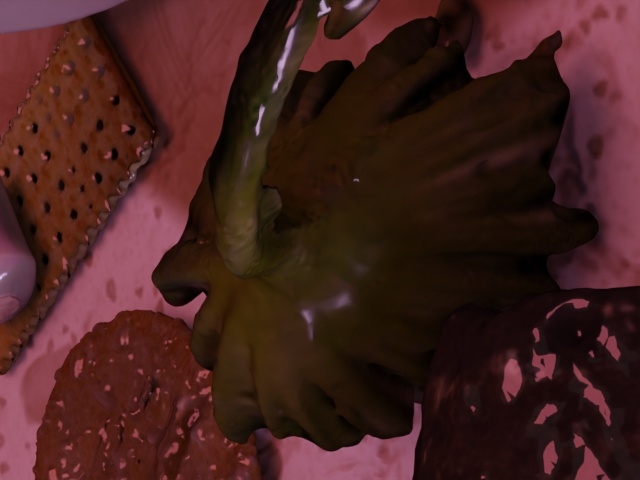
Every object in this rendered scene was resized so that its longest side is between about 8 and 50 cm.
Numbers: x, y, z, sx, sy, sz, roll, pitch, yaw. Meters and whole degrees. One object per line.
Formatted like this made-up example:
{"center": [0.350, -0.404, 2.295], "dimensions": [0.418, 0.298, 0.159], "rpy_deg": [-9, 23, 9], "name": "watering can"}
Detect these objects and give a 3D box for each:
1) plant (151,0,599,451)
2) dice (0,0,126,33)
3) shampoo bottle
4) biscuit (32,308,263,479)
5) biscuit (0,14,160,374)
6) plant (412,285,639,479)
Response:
{"center": [-0.027, -0.020, 0.733], "dimensions": [0.180, 0.333, 0.251], "rpy_deg": [40, 103, 27], "name": "plant"}
{"center": [-0.192, -0.311, 0.972], "dimensions": [0.304, 0.304, 0.277], "rpy_deg": [-37, 59, 38], "name": "dice"}
{"center": [-0.222, 0.011, 1.133], "dimensions": [0.072, 0.043, 0.099], "rpy_deg": [-53, 49, 32], "name": "shampoo bottle"}
{"center": [-0.105, 0.149, 1.021], "dimensions": [0.220, 0.033, 0.220], "rpy_deg": [-5, 83, 46], "name": "biscuit"}
{"center": [-0.183, -0.029, 1.140], "dimensions": [0.231, 0.016, 0.139], "rpy_deg": [-54, 50, 29], "name": "biscuit"}
{"center": [0.117, 0.180, 0.657], "dimensions": [0.181, 0.194, 0.321], "rpy_deg": [-17, 70, 49], "name": "plant"}
